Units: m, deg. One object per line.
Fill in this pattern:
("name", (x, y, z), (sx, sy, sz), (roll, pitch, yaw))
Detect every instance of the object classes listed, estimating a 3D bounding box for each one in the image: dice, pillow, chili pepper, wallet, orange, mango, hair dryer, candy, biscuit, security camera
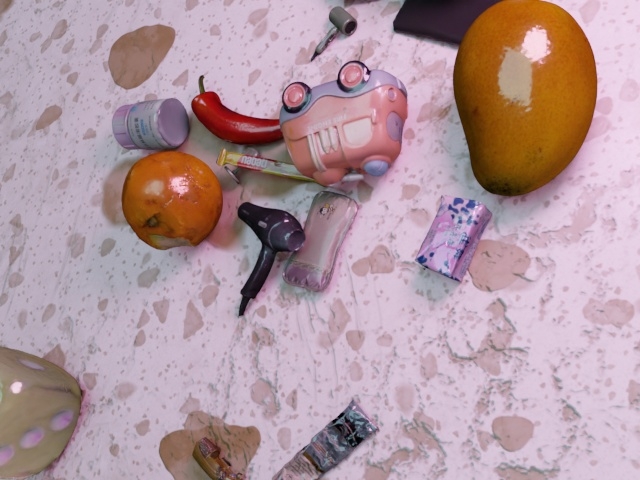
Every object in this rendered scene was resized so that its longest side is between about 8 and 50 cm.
("dice", (-0.760, 0.412, 1.546), (0.254, 0.252, 0.249), (20, 83, 33))
("pillow", (0.000, 0.000, 1.415), (0.131, 0.038, 0.232), (15, 78, 36))
("chili pepper", (-0.216, -0.311, 1.629), (0.368, 0.092, 0.137), (31, 69, 26))
("wallet", (0.305, -0.511, 1.446), (0.285, 0.030, 0.146), (27, 88, 32))
("orange", (-0.352, -0.095, 1.522), (0.240, 0.240, 0.239), (-10, 68, 25))
("mango", (0.382, -0.271, 1.213), (0.264, 0.221, 0.377), (2, 84, 24))
("hair dryer", (-0.155, 0.046, 1.457), (0.236, 0.091, 0.271), (28, 94, 49))
("candy", (0.260, -0.007, 1.260), (0.092, 0.073, 0.160), (22, 84, 34))
("hair dryer", (0.023, -0.506, 1.594), (0.150, 0.047, 0.071), (-49, 55, 17))
("biscuit", (-0.112, -0.174, 1.522), (0.292, 0.026, 0.048), (12, 81, 17))
("security camera", (-0.188, -0.190, 1.586), (0.092, 0.058, 0.058), (-40, 58, -3))

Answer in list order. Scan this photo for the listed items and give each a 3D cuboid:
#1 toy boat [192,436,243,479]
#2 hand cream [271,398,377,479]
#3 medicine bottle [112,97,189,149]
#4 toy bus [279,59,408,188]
("toy boat", (-0.217, 0.477, 1.353), (0.149, 0.047, 0.049), (32, 88, 34))
("hand cream", (-0.001, 0.423, 1.267), (0.248, 0.052, 0.075), (-42, 81, 2))
("medicine bottle", (-0.457, -0.310, 1.717), (0.169, 0.135, 0.135), (2, 73, 29))
("toy bus", (0.054, -0.237, 1.389), (0.288, 0.194, 0.232), (-12, 76, 21))
